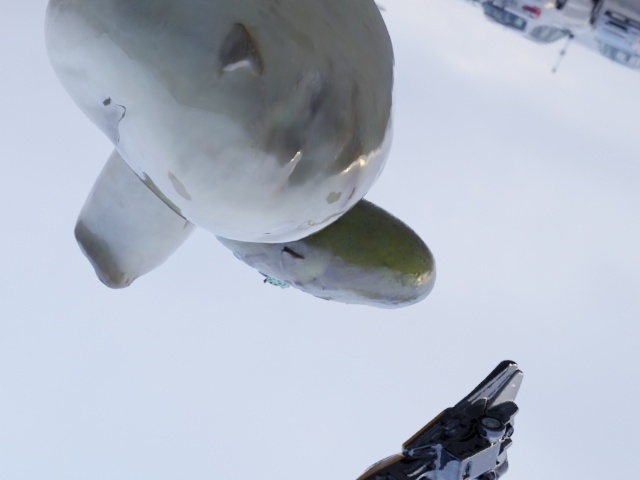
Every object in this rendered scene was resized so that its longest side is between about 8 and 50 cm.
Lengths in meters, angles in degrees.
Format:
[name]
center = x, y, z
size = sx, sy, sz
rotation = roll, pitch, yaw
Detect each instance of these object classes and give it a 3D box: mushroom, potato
[mushroom]
center = -0.107, -0.109, 0.637
size = 0.314, 0.336, 0.314
rotation = 32, -148, -23
[potato]
center = 0.000, 0.000, 0.889
size = 0.298, 0.141, 0.176
rotation = 29, -172, -6

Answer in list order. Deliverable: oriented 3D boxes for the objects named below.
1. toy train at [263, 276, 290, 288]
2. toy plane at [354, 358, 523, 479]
[toy train]
center = -0.066, 0.028, 1.412
size = 0.081, 0.149, 0.099
rotation = 2, -127, 18
[toy plane]
center = 0.161, 0.285, 0.987
size = 0.103, 0.204, 0.316
rotation = 19, -157, 40
